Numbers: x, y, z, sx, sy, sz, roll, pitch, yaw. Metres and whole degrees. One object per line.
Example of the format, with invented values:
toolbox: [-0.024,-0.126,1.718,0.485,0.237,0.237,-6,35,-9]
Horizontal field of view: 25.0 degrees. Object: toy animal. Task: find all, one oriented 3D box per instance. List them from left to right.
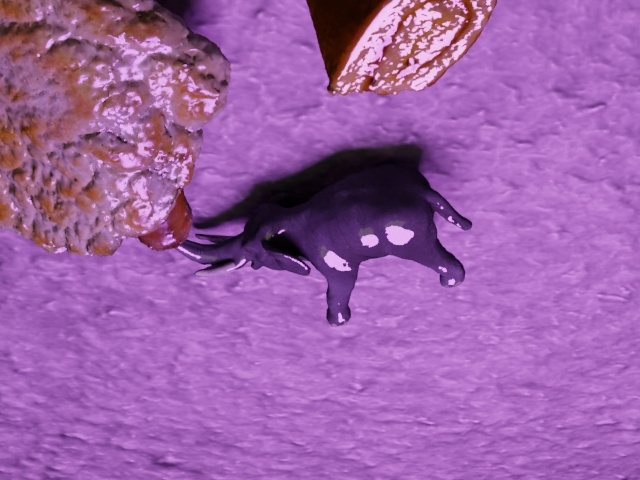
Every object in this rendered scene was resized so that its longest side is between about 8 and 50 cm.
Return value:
toy animal: [0.001,0.007,1.276,0.270,0.082,0.137,-12,136,15]

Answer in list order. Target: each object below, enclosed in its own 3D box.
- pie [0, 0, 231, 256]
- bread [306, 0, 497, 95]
pie: [-0.207,-0.101,1.119,0.257,0.105,0.274,15,136,-7]
bread: [0.045,-0.195,0.967,0.103,0.172,0.132,7,140,-30]
